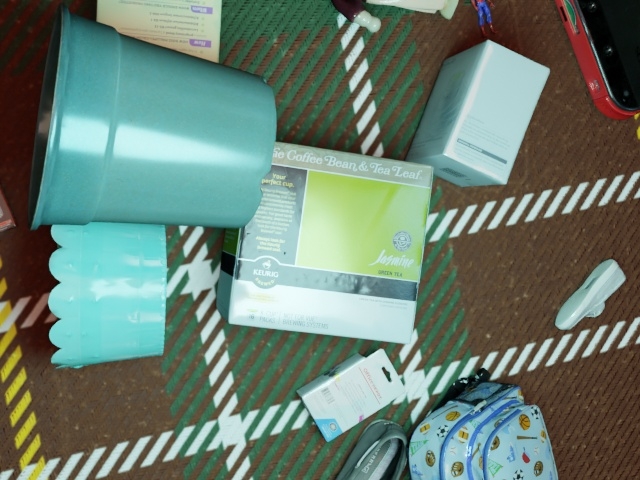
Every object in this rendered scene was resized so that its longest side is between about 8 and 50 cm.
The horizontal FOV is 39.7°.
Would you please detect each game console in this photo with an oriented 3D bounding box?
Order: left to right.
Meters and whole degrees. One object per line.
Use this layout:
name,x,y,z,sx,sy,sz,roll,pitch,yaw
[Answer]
game console,0.662,-0.474,1.827,0.342,0.060,0.386,-25,97,-16

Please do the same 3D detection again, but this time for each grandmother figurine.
grandmother figurine,0.087,-0.487,1.678,0.342,0.104,0.208,5,63,-10

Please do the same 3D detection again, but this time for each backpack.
backpack,0.300,0.417,1.668,0.263,0.213,0.276,-22,96,-28

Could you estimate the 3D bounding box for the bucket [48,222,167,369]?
bucket,-0.360,0.078,1.509,0.183,0.281,0.281,1,91,-14

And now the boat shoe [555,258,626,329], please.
boat shoe,0.556,0.122,1.815,0.063,0.066,0.184,45,73,-9

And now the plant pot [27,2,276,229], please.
plant pot,-0.265,-0.162,1.392,0.334,0.341,0.341,9,90,-22

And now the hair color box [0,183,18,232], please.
hair color box,-0.595,-0.077,1.563,0.072,0.043,0.141,-23,96,-10

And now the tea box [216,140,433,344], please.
tea box,0.000,0.000,1.605,0.329,0.220,0.323,8,91,-13

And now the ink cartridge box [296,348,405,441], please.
ink cartridge box,0.059,0.291,1.707,0.181,0.061,0.104,-30,98,-9

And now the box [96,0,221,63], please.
box,-0.292,-0.331,1.584,0.213,0.117,0.243,2,90,-12

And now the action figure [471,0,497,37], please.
action figure,0.322,-0.464,1.760,0.038,0.030,0.115,-20,94,-6

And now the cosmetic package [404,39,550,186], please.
cosmetic package,0.286,-0.230,1.658,0.138,0.224,0.224,23,86,-12

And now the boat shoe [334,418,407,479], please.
boat shoe,0.068,0.501,1.698,0.112,0.095,0.335,28,86,-12
